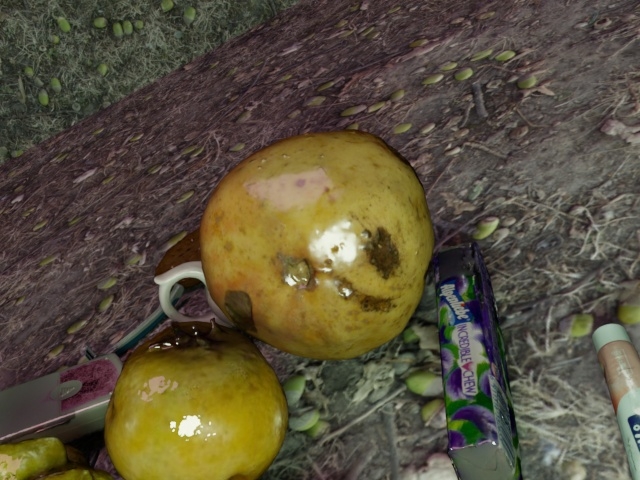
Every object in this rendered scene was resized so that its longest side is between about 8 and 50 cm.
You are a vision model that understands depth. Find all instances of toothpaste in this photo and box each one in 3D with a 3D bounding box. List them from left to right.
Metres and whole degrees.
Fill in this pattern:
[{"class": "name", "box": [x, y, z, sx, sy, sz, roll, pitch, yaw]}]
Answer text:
[{"class": "toothpaste", "box": [0.284, 0.155, 0.682, 0.056, 0.036, 0.205, -22, 33, 18]}]

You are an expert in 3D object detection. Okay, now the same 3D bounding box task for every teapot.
[{"class": "teapot", "box": [-0.088, 0.040, 1.119, 0.298, 0.139, 0.204, -33, 30, -6]}]

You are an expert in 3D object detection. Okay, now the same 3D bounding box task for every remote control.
[{"class": "remote control", "box": [-0.435, 0.257, 1.078, 0.344, 0.050, 0.145, -18, 24, -11]}]

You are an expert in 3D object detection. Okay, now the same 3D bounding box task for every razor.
[{"class": "razor", "box": [-0.298, 0.141, 1.265, 0.191, 0.037, 0.068, -39, 24, -19]}]

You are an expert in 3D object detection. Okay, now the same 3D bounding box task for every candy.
[{"class": "candy", "box": [0.157, 0.123, 0.795, 0.061, 0.088, 0.312, -17, 30, 17]}]

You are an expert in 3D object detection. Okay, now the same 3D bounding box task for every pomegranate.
[{"class": "pomegranate", "box": [0.000, 0.000, 0.908, 0.281, 0.281, 0.281, -23, 29, 14]}]

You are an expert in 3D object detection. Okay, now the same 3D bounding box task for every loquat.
[{"class": "loquat", "box": [-0.133, 0.184, 0.856, 0.213, 0.213, 0.213, -23, 29, 14]}]

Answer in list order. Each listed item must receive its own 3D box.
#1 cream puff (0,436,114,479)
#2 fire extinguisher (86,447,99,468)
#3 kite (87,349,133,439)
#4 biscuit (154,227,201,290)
[{"class": "cream puff", "box": [-0.284, 0.312, 0.771, 0.244, 0.244, 0.196, -3, 28, 42]}, {"class": "fire extinguisher", "box": [-0.357, 0.311, 1.038, 0.158, 0.043, 0.064, -9, 65, 36]}, {"class": "kite", "box": [-0.302, 0.223, 1.164, 0.159, 0.010, 0.190, -21, 28, 19]}, {"class": "biscuit", "box": [-0.214, 0.025, 1.384, 0.188, 0.027, 0.187, -24, 27, 13]}]
